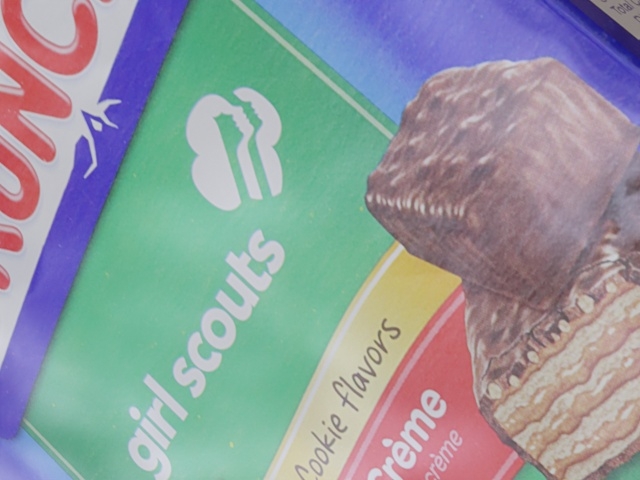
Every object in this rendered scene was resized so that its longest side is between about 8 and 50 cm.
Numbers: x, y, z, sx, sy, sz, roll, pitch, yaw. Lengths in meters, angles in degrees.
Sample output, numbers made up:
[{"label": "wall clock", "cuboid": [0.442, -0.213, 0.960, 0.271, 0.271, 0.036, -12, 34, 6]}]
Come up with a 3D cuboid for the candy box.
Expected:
[{"label": "candy box", "cuboid": [0.000, 0.000, 0.437, 0.317, 0.122, 0.268, 43, 125, 16]}]
